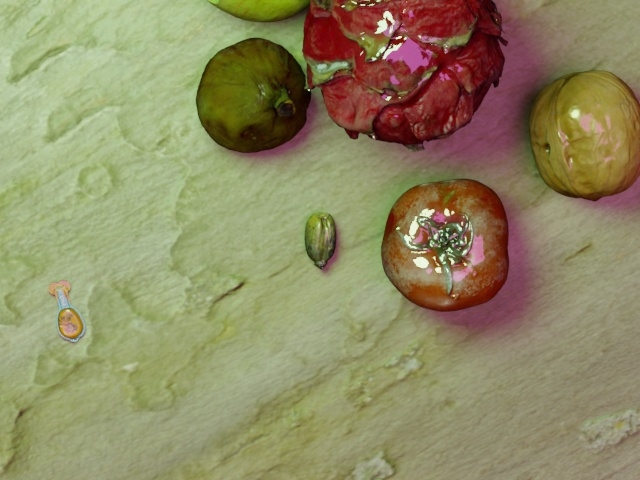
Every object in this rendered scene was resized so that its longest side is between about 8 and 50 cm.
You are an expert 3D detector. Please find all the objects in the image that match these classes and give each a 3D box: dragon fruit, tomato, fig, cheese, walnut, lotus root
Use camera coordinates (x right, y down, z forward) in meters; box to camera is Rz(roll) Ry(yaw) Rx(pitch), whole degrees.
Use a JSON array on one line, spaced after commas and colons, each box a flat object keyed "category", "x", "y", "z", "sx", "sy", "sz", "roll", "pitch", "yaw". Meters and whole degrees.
[{"category": "dragon fruit", "x": 0.121, "y": -0.300, "z": 1.769, "sx": 0.329, "sy": 0.329, "sz": 0.329, "roll": -2, "pitch": 103, "yaw": -9}, {"category": "tomato", "x": 0.212, "y": 0.010, "z": 1.990, "sx": 0.232, "sy": 0.188, "sz": 0.232, "roll": -2, "pitch": 81, "yaw": 15}, {"category": "fig", "x": -0.080, "y": -0.203, "z": 1.857, "sx": 0.191, "sy": 0.290, "sz": 0.190, "roll": -15, "pitch": 124, "yaw": -24}, {"category": "cheese", "x": -0.429, "y": 0.120, "z": 1.995, "sx": 0.047, "sy": 0.017, "sz": 0.111, "roll": -16, "pitch": 104, "yaw": -8}, {"category": "walnut", "x": 0.449, "y": -0.174, "z": 1.983, "sx": 0.195, "sy": 0.195, "sz": 0.221, "roll": -11, "pitch": 104, "yaw": -7}, {"category": "lotus root", "x": 0.000, "y": 0.000, "z": 2.022, "sx": 0.054, "sy": 0.049, "sz": 0.099, "roll": -3, "pitch": 102, "yaw": -17}]

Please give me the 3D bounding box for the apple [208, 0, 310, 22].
[{"category": "apple", "x": -0.090, "y": -0.457, "z": 1.811, "sx": 0.246, "sy": 0.226, "sz": 0.246, "roll": -4, "pitch": 109, "yaw": -12}]
